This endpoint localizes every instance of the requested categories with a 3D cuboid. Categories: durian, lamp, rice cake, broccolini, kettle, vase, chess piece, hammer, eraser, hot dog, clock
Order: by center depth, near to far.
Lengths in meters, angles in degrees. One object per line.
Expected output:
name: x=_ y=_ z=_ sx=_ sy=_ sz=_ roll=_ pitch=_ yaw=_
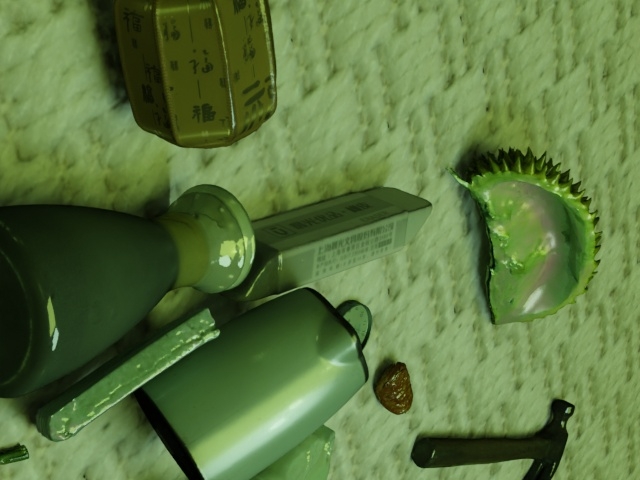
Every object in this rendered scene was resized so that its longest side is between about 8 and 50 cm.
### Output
vase: x=-0.207 y=0.029 z=1.280 sx=0.321 sy=0.173 sz=0.173 roll=-18 pitch=120 yaw=-50
lamp: x=-0.121 y=-0.193 z=1.290 sx=0.161 sy=0.161 sz=0.185 roll=-32 pitch=129 yaw=-39
broccolini: x=-0.344 y=0.226 z=1.303 sx=0.140 sy=0.035 sz=0.030 roll=-3 pitch=112 yaw=-52
rice cake: x=-0.201 y=0.138 z=1.329 sx=0.198 sy=0.189 sz=0.037 roll=-34 pitch=93 yaw=-18
kettle: x=-0.076 y=0.163 z=1.485 sx=0.236 sy=0.221 sz=0.161 roll=-34 pitch=92 yaw=-16
eraser: x=0.000 y=0.000 z=1.578 sx=0.352 sy=0.089 sz=0.061 roll=-18 pitch=124 yaw=-47
chess piece: x=-0.080 y=0.346 z=1.615 sx=0.298 sy=0.175 sz=0.176 roll=-33 pitch=131 yaw=-55
clock: x=0.038 y=0.121 z=1.739 sx=0.085 sy=0.017 sz=0.085 roll=-25 pitch=125 yaw=-43
hot dog: x=0.107 y=0.207 z=1.849 sx=0.058 sy=0.035 sz=0.083 roll=-43 pitch=135 yaw=-31
durian: x=0.308 y=-0.002 z=1.912 sx=0.169 sy=0.158 sz=0.352 roll=-37 pitch=137 yaw=-19
hammer: x=0.285 y=0.338 z=2.126 sx=0.440 sy=0.044 sz=0.168 roll=11 pitch=96 yaw=-52
